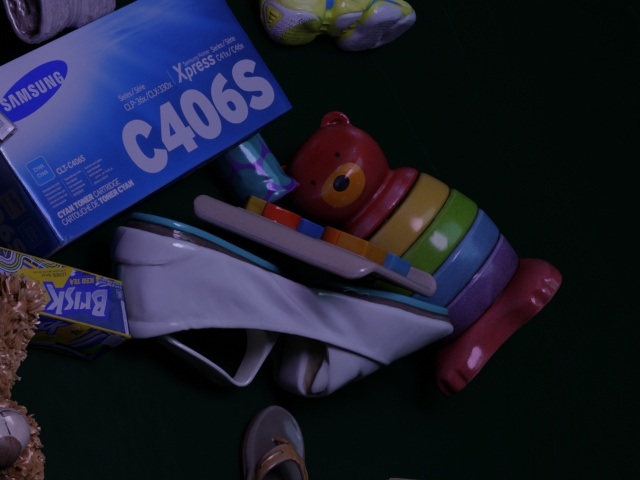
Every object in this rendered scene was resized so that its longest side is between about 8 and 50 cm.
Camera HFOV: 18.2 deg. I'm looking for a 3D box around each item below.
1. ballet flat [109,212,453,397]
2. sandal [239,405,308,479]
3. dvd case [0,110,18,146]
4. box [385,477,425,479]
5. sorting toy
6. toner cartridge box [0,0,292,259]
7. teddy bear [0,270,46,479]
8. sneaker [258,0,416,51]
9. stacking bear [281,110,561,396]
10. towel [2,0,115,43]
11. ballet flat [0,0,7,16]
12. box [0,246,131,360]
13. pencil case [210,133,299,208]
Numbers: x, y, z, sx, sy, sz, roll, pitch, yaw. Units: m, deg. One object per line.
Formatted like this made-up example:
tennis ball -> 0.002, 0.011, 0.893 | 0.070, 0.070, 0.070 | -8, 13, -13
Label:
ballet flat -> -0.043, 0.080, 1.888 | 0.400, 0.139, 0.139 | 18, 50, -40
sandal -> -0.041, 0.222, 1.823 | 0.072, 0.049, 0.180 | 44, 35, -21
dvd case -> -0.323, -0.081, 1.657 | 0.087, 0.013, 0.119 | 43, 74, -6
box -> 0.147, 0.334, 1.965 | 0.164, 0.021, 0.201 | 8, 55, -29
sorting toy -> 0.000, 0.000, 1.923 | 0.193, 0.038, 0.208 | 22, 3, 23
toner cartridge box -> -0.187, -0.116, 1.831 | 0.165, 0.075, 0.348 | 56, 43, -2
teddy bear -> -0.291, 0.062, 1.498 | 0.245, 0.113, 0.338 | 38, 37, -54
sneaker -> 0.013, -0.288, 2.275 | 0.240, 0.091, 0.126 | -3, 66, -53
stacking bear -> 0.085, -0.005, 2.087 | 0.289, 0.175, 0.164 | 42, 10, -7
towel -> -0.256, -0.325, 1.801 | 0.187, 0.049, 0.282 | -37, 115, -69
ballet flat -> -0.280, -0.291, 1.914 | 0.067, 0.073, 0.206 | 33, 42, -56
box -> -0.242, 0.052, 1.692 | 0.169, 0.054, 0.059 | 19, 50, -45
pencil case -> -0.087, -0.101, 2.013 | 0.070, 0.064, 0.151 | -35, 93, -47
